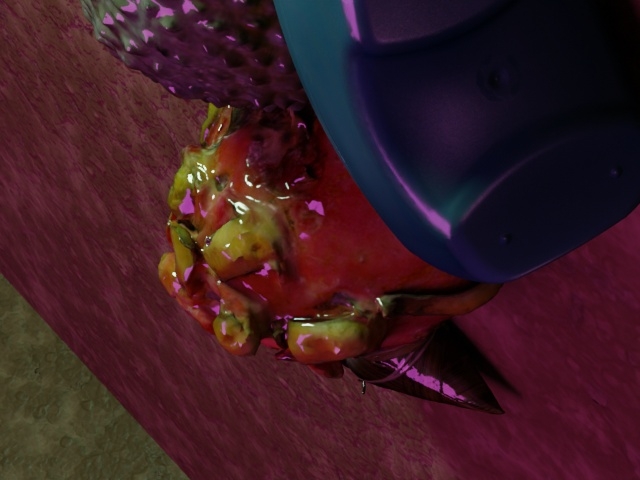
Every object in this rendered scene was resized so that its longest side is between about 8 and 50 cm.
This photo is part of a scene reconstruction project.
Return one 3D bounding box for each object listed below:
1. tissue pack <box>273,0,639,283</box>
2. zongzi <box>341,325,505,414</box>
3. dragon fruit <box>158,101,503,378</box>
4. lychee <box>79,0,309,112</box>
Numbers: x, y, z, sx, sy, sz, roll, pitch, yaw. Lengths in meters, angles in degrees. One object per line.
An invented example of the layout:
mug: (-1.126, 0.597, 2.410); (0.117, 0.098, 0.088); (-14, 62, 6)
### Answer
tissue pack: (0.087, -0.128, 1.147); (0.287, 0.198, 0.206); (61, 170, -24)
zongzi: (0.102, 0.137, 1.714); (0.184, 0.084, 0.187); (40, 164, 10)
dragon fruit: (0.000, 0.000, 1.445); (0.314, 0.263, 0.296); (61, 158, -15)
lychee: (-0.065, -0.230, 1.289); (0.274, 0.255, 0.255); (25, 156, 2)
